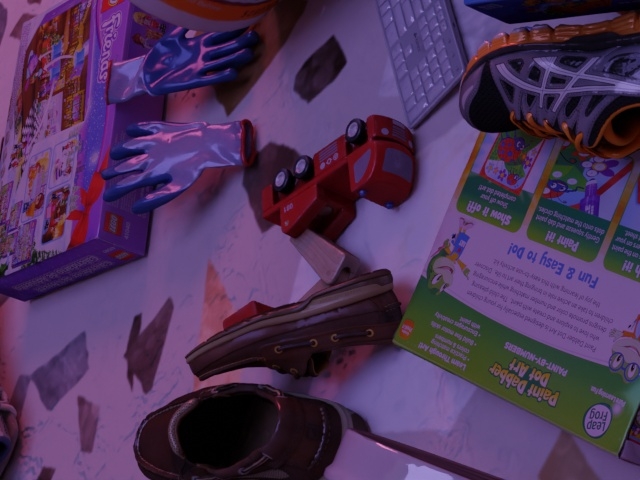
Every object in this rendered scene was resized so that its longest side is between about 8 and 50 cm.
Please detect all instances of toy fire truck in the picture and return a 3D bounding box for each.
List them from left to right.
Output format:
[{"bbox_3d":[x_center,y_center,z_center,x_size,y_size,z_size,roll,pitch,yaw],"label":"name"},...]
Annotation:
[{"bbox_3d":[0.000,0.000,1.497,0.192,0.047,0.135,-32,49,38],"label":"toy fire truck"}]

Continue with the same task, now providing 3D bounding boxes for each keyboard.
[{"bbox_3d":[0.069,-0.204,1.544,0.072,0.014,0.256,-41,43,32],"label":"keyboard"}]

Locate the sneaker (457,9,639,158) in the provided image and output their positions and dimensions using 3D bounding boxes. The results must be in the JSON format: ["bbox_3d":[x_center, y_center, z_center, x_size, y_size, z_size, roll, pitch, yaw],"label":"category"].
[{"bbox_3d":[0.168,-0.090,1.212,0.215,0.084,0.083,-10,69,48],"label":"sneaker"}]

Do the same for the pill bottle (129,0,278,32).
[{"bbox_3d":[-0.027,-0.367,1.541,0.392,0.224,0.224,-43,42,39],"label":"pill bottle"}]

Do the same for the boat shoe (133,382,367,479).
[{"bbox_3d":[-0.078,0.145,1.480,0.257,0.095,0.095,-12,63,49],"label":"boat shoe"}]

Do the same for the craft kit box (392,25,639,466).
[{"bbox_3d":[0.179,-0.002,1.264,0.250,0.061,0.247,26,90,54],"label":"craft kit box"}]

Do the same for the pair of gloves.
[{"bbox_3d":[-0.125,-0.118,1.701,0.159,0.023,0.198,-13,58,23],"label":"pair of gloves"}]

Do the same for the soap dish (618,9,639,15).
[{"bbox_3d":[0.208,-0.293,1.323,0.229,0.118,0.291,-59,36,11],"label":"soap dish"}]

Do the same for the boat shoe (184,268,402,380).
[{"bbox_3d":[-0.020,0.077,1.437,0.178,0.064,0.060,-21,89,20],"label":"boat shoe"}]

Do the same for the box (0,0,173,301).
[{"bbox_3d":[-0.230,-0.104,1.838,0.201,0.057,0.293,-20,57,46],"label":"box"}]

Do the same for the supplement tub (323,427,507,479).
[{"bbox_3d":[0.053,0.298,1.109,0.241,0.241,0.331,17,86,54],"label":"supplement tub"}]

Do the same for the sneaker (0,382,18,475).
[{"bbox_3d":[-0.341,0.164,1.826,0.129,0.111,0.297,-17,62,29],"label":"sneaker"}]

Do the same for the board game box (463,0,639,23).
[{"bbox_3d":[0.254,-0.265,1.127,0.347,0.078,0.233,-4,85,27],"label":"board game box"}]
